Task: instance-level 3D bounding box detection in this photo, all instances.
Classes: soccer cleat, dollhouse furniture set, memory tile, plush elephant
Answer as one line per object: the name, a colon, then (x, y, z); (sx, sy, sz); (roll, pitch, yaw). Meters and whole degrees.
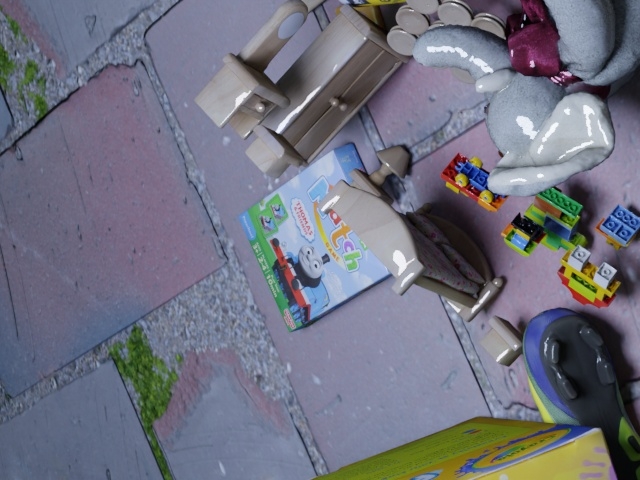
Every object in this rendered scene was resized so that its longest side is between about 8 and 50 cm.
soccer cleat: (0.281, 0.206, 1.955); (0.121, 0.093, 0.289); (-153, 46, -77)
dollhouse furniture set: (0.093, -0.065, 1.934); (0.174, 0.303, 0.355); (-48, 64, 11)
memory tile: (0.146, -0.205, 1.923); (0.148, 0.012, 0.113); (26, 148, 2)
plush elephant: (0.214, -0.186, 1.726); (0.330, 0.272, 0.255); (41, 108, 0)

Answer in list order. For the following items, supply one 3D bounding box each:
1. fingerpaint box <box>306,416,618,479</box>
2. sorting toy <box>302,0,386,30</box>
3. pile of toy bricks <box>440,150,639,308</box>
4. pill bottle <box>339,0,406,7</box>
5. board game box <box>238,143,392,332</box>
fingerpaint box: (0.045, 0.328, 1.883); (0.371, 0.445, 0.163); (164, 87, -75)
sorting toy: (-0.010, -0.367, 2.083); (0.196, 0.047, 0.347); (-33, 79, 49)
pile of toy bricks: (0.231, -0.023, 1.913); (0.212, 0.118, 0.105); (35, 158, 15)
pill bottle: (0.064, -0.299, 1.956); (0.184, 0.103, 0.103); (-2, 102, 36)
board game box: (0.000, 0.000, 2.212); (0.211, 0.039, 0.160); (-33, 78, 48)
